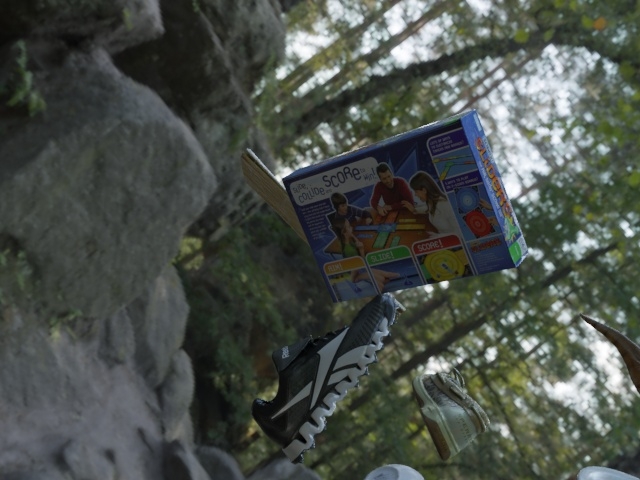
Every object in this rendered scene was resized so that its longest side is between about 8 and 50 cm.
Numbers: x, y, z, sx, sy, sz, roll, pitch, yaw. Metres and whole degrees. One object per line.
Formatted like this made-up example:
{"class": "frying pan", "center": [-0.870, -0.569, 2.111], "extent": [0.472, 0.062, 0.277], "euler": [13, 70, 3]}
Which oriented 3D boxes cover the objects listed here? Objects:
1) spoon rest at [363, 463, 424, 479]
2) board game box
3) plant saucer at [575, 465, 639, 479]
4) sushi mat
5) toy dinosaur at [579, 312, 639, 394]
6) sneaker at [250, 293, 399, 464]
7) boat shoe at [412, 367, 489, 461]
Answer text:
{"class": "spoon rest", "center": [0.072, 0.511, 1.596], "extent": [0.137, 0.276, 0.084], "euler": [-140, -150, -67]}
{"class": "board game box", "center": [0.071, -0.024, 0.764], "extent": [0.201, 0.035, 0.136], "euler": [-14, -76, 38]}
{"class": "plant saucer", "center": [0.604, 0.547, 1.438], "extent": [0.400, 0.101, 0.400], "euler": [25, 11, -5]}
{"class": "sushi mat", "center": [0.000, 0.000, 1.208], "extent": [0.316, 0.019, 0.151], "euler": [46, -8, 6]}
{"class": "toy dinosaur", "center": [0.390, 0.155, 1.002], "extent": [0.212, 0.064, 0.112], "euler": [59, -39, 20]}
{"class": "sneaker", "center": [-0.001, 0.147, 1.013], "extent": [0.106, 0.234, 0.078], "euler": [36, -1, 0]}
{"class": "boat shoe", "center": [0.209, 0.269, 1.340], "extent": [0.105, 0.089, 0.285], "euler": [64, 4, -6]}
